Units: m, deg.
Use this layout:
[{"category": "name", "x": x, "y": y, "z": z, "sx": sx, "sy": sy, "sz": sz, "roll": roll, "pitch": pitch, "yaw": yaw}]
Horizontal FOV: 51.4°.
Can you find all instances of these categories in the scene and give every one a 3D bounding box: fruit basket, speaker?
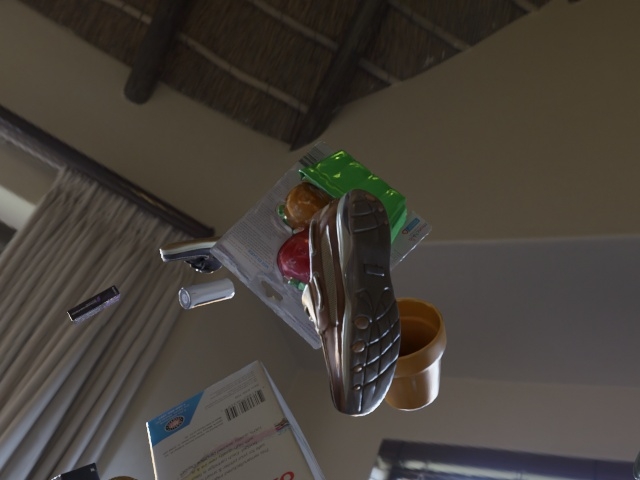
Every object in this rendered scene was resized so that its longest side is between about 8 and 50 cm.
[{"category": "fruit basket", "x": 0.000, "y": 0.000, "z": 1.399, "sx": 0.327, "sy": 0.353, "sz": 0.165, "roll": 39, "pitch": -8, "yaw": 21}, {"category": "speaker", "x": -0.288, "y": 0.134, "z": 1.697, "sx": 0.055, "sy": 0.136, "sz": 0.055, "roll": 12, "pitch": -72, "yaw": 44}]

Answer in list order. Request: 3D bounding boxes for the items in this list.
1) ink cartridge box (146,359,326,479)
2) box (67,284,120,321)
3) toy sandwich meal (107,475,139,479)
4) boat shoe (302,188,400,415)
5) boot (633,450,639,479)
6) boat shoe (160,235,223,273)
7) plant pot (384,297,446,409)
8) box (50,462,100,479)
[{"category": "ink cartridge box", "x": -0.098, "y": 0.352, "z": 0.932, "sx": 0.198, "sy": 0.270, "sz": 0.197, "roll": -28, "pitch": -60, "yaw": -7}, {"category": "box", "x": -0.515, "y": 0.148, "z": 1.516, "sx": 0.029, "sy": 0.116, "sz": 0.162, "roll": 59, "pitch": -21, "yaw": -2}, {"category": "toy sandwich meal", "x": -0.241, "y": 0.329, "z": 0.805, "sx": 0.085, "sy": 0.086, "sz": 0.029, "roll": 13, "pitch": -19, "yaw": 13}, {"category": "boat shoe", "x": 0.038, "y": 0.090, "z": 0.977, "sx": 0.116, "sy": 0.325, "sz": 0.123, "roll": -13, "pitch": -22, "yaw": 40}, {"category": "boot", "x": 0.724, "y": 0.474, "z": 1.238, "sx": 0.228, "sy": 0.263, "sz": 0.091, "roll": 22, "pitch": -72, "yaw": 9}, {"category": "boat shoe", "x": -0.290, "y": 0.040, "z": 1.720, "sx": 0.102, "sy": 0.285, "sz": 0.093, "roll": 1, "pitch": -85, "yaw": 33}, {"category": "plant pot", "x": 0.184, "y": 0.262, "z": 1.468, "sx": 0.205, "sy": 0.205, "sz": 0.188, "roll": -2, "pitch": -57, "yaw": 26}, {"category": "box", "x": -0.565, "y": 0.613, "z": 1.508, "sx": 0.158, "sy": 0.093, "sz": 0.156, "roll": -35, "pitch": -110, "yaw": 30}]
